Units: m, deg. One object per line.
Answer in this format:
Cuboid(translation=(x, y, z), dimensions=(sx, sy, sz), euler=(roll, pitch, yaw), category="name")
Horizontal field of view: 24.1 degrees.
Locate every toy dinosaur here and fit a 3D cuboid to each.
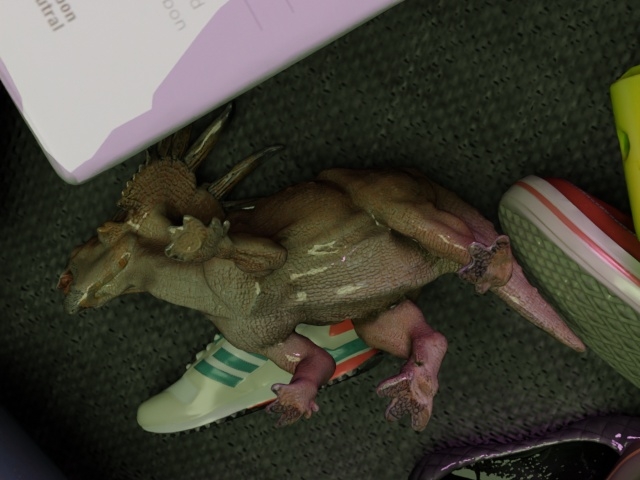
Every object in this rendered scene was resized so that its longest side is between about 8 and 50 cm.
Cuboid(translation=(0.000, 0.000, 0.845), dimensions=(0.296, 0.200, 0.127), euler=(0, 117, -9), category="toy dinosaur")

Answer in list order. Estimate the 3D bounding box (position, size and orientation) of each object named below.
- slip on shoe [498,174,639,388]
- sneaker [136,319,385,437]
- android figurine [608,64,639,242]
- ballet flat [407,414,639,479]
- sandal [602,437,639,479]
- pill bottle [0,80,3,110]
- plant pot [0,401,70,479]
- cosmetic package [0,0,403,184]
Cuboid(translation=(0.248, 0.055, 0.839), dimensions=(0.331, 0.123, 0.101), euler=(31, 76, 6), category="slip on shoe")
Cuboid(translation=(-0.045, 0.067, 0.921), dimensions=(0.161, 0.057, 0.075), euler=(-20, 84, 17), category="sneaker")
Cuboid(translation=(0.274, -0.044, 0.767), dimensions=(0.248, 0.056, 0.272), euler=(-6, 83, -6), category="android figurine")
Cuboid(translation=(0.137, 0.144, 0.904), dimensions=(0.173, 0.049, 0.057), euler=(-12, 104, 14), category="ballet flat")
Cuboid(translation=(0.179, 0.171, 0.863), dimensions=(0.090, 0.060, 0.219), euler=(36, 129, -26), category="sandal")
Cuboid(translation=(-0.271, -0.085, 0.845), dimensions=(0.182, 0.181, 0.322), euler=(11, 107, 7), category="pill bottle")
Cuboid(translation=(-0.217, 0.275, 0.880), dimensions=(0.341, 0.341, 0.334), euler=(-37, 87, 18), category="plant pot")
Cuboid(translation=(0.050, -0.209, 0.660), dimensions=(0.453, 0.230, 0.161), euler=(-30, 100, -1), category="cosmetic package")
